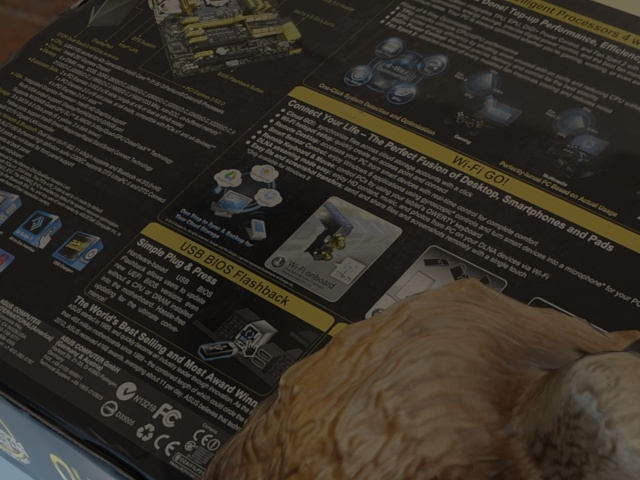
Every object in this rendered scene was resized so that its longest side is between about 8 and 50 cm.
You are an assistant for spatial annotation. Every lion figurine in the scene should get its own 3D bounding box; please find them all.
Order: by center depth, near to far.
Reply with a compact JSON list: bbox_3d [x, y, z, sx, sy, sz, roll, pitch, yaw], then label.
[{"bbox_3d":[0.017,0.193,0.293,0.142,0.392,0.240,-18,161,41],"label":"lion figurine"}]

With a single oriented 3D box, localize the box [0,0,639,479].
[{"bbox_3d":[0.000,0.000,0.851,0.395,0.318,0.097,25,151,35],"label":"box"}]
